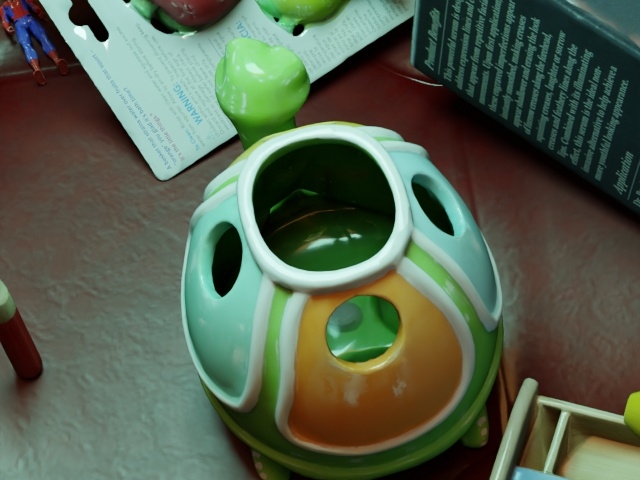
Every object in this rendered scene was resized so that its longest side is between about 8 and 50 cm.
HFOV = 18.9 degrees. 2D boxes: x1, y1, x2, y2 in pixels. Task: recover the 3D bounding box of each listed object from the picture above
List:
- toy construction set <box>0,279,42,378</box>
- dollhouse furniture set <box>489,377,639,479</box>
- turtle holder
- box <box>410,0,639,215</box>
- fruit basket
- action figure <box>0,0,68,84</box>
[{"bbox_3d":[-0.352,0.122,1.393,0.257,0.237,0.309,35,67,26],"label":"toy construction set"},{"bbox_3d":[0.228,0.081,1.306,0.198,0.303,0.286,13,60,14],"label":"dollhouse furniture set"},{"bbox_3d":[0.018,0.006,1.427,0.243,0.227,0.320,5,58,11],"label":"turtle holder"},{"bbox_3d":[0.312,-0.183,1.494,0.395,0.212,0.293,36,67,16],"label":"box"},{"bbox_3d":[-0.079,-0.279,1.632,0.353,0.165,0.327,-34,97,-1],"label":"fruit basket"},{"bbox_3d":[-0.260,-0.190,1.713,0.038,0.030,0.115,-29,56,-6],"label":"action figure"}]
